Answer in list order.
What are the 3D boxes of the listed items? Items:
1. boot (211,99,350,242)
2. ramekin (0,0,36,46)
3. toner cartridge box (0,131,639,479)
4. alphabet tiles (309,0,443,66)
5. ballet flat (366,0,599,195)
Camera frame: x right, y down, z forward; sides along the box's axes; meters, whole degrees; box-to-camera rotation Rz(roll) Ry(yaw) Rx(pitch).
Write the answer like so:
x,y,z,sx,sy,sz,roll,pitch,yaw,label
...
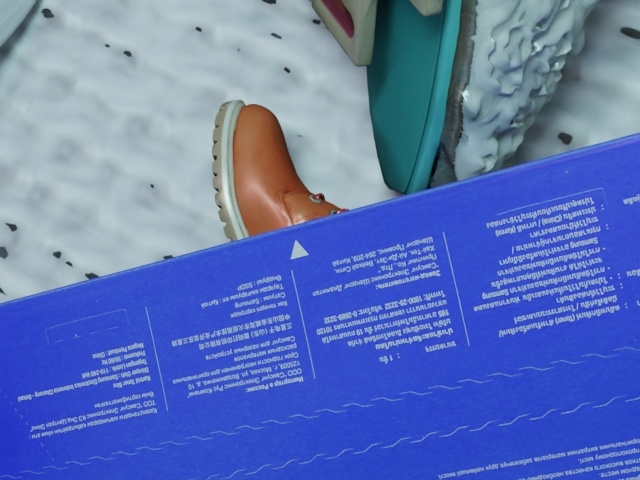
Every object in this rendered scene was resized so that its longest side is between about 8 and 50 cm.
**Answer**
x,y,z,sx,sy,sz,roll,pitch,yaw,label
0.000,0.000,0.661,0.084,0.059,0.158,-19,76,11,boot
-0.262,-0.209,0.717,0.127,0.273,0.273,10,77,36,ramekin
0.021,0.072,0.567,0.347,0.075,0.165,-14,87,23,toner cartridge box
-0.016,-0.254,0.608,0.011,0.285,0.342,-12,42,-19,alphabet tiles
0.086,-0.203,0.568,0.147,0.147,0.409,9,118,23,ballet flat
